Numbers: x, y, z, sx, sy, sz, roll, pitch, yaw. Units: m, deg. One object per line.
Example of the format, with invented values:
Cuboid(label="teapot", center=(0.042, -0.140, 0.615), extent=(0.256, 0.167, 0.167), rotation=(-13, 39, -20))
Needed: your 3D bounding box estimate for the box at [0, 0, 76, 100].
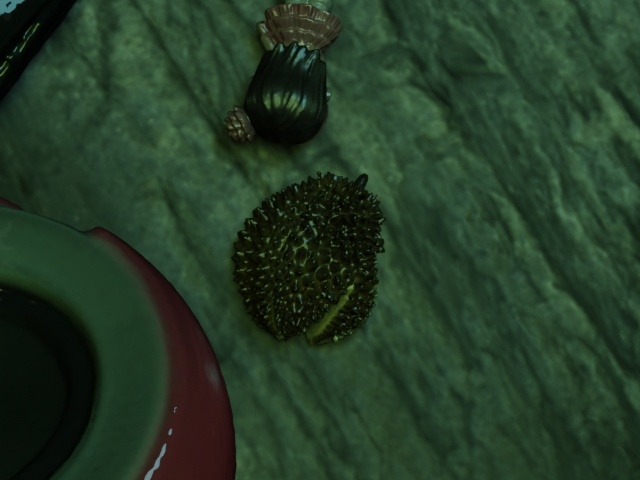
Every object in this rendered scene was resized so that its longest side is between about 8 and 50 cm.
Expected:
Cuboid(label="box", center=(-0.308, -0.275, 0.820), extent=(0.350, 0.091, 0.359), rotation=(34, 74, -2))

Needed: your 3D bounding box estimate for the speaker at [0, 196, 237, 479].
Cuboid(label="speaker", center=(-0.201, 0.116, 0.660), extent=(0.294, 0.294, 0.294), rotation=(2, 77, -9))

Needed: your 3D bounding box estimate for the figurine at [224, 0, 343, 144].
Cuboid(label="figurine", center=(-0.024, -0.128, 0.851), extent=(0.072, 0.054, 0.129), rotation=(11, 74, -3))

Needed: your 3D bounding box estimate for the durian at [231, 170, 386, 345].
Cuboid(label="durian", center=(0.003, 0.001, 0.820), extent=(0.110, 0.071, 0.140), rotation=(31, 70, -2))
